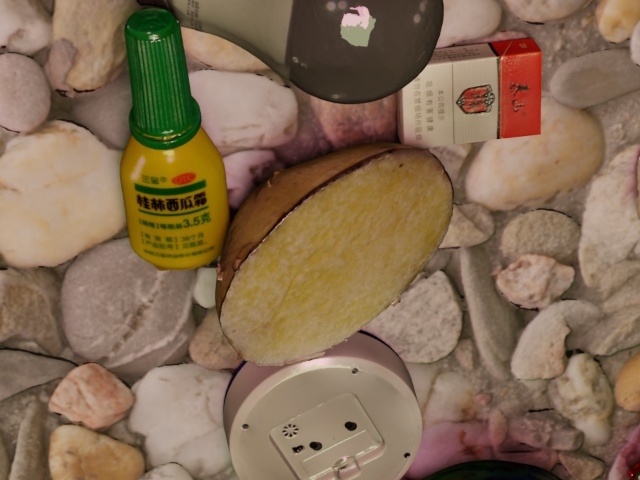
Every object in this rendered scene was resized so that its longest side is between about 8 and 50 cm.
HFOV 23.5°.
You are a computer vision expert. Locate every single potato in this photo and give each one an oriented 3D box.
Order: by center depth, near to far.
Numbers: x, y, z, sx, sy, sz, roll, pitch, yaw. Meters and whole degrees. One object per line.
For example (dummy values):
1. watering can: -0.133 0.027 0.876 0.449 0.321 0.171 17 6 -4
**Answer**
1. potato: 0.000 0.000 1.660 0.299 0.116 0.239 -39 136 -4

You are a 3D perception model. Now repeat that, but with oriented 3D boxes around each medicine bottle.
1. medicine bottle: -0.156 -0.099 1.575 0.111 0.076 0.309 -5 131 -1

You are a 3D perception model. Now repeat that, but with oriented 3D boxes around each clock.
1. clock: 0.003 0.214 1.808 0.230 0.083 0.230 -4 122 -7

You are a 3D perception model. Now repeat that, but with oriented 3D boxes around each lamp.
1. lamp: -0.034 -0.239 1.488 0.314 0.182 0.182 14 116 -13

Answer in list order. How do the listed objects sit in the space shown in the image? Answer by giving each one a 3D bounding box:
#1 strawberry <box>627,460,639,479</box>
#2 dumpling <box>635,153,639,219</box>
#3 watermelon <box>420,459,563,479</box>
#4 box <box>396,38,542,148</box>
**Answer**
1. strawberry: 0.516 0.312 1.943 0.233 0.138 0.306 -13 149 20
2. dumpling: 0.436 -0.091 1.702 0.181 0.111 0.155 -16 90 -8
3. watermelon: 0.199 0.433 1.822 0.363 0.363 0.363 -4 120 -7
4. box: 0.158 -0.156 1.643 0.152 0.048 0.100 -6 123 -4
